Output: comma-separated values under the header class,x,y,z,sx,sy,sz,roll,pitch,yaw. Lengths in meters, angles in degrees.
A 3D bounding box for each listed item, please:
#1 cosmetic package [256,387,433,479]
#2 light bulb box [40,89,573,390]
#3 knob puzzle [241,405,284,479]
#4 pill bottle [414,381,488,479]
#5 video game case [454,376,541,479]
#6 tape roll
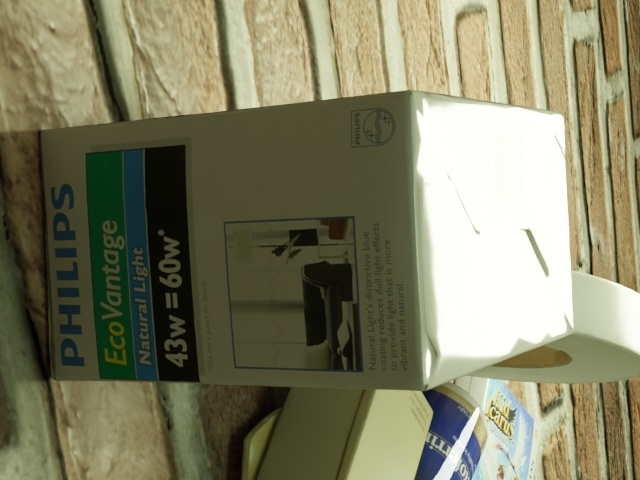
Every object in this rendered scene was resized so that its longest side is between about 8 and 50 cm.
class,x,y,z,sx,sy,sz,roll,pitch,yaw
cosmetic package,0.014,0.277,1.277,0.160,0.113,0.309,57,42,-44
light bulb box,0.000,0.000,1.062,0.358,0.361,0.225,-5,92,-61
knob puzzle,-0.047,0.271,1.312,0.213,0.030,0.213,-2,92,-61
pill bottle,0.102,0.306,1.453,0.265,0.153,0.153,-57,137,-44
video game case,0.266,0.360,1.840,0.269,0.061,0.244,46,50,-50
tape roll,0.196,0.099,1.385,0.392,0.392,0.072,33,62,-56
